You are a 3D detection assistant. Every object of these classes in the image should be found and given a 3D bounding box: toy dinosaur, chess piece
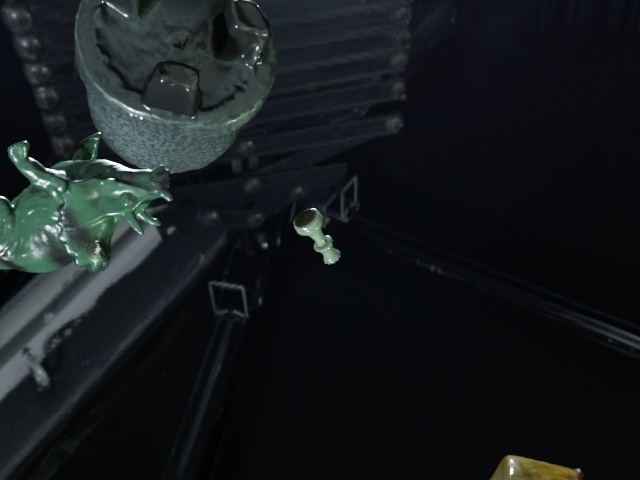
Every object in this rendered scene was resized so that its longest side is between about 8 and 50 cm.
[{"bbox_3d":[-0.270,-0.029,0.666,0.291,0.120,0.079,-3,-171,9],"label":"toy dinosaur"},{"bbox_3d":[0.000,0.000,1.081,0.042,0.093,0.042,-20,-142,17],"label":"chess piece"}]

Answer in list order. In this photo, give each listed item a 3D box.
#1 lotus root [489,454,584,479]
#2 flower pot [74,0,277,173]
[{"bbox_3d":[0.191,0.416,0.812,0.111,0.391,0.375,13,-167,10],"label":"lotus root"},{"bbox_3d":[-0.211,-0.273,1.094,0.299,0.283,0.299,5,-107,-15],"label":"flower pot"}]
